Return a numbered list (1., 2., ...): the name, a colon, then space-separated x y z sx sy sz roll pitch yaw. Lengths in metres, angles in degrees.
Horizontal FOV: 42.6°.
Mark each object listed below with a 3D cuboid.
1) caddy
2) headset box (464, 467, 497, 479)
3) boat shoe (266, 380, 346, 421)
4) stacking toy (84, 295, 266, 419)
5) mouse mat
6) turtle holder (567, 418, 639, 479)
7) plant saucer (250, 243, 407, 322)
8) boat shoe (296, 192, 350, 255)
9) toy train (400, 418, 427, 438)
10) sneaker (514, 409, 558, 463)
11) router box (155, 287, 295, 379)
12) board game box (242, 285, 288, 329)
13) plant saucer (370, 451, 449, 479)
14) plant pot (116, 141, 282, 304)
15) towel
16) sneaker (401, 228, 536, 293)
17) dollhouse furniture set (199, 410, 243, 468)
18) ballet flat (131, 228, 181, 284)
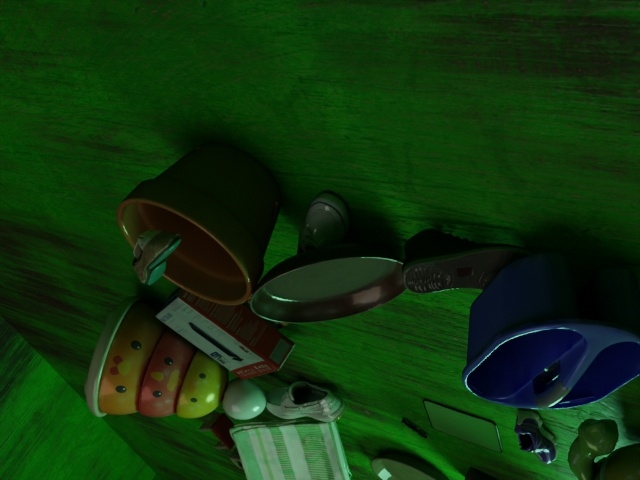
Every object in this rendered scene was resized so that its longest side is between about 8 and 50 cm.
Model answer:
1. caddy: 0.362 0.169 1.281 0.241 0.179 0.341 12 149 -7
2. headset box: 0.444 0.740 2.099 0.293 0.218 0.110 22 149 16
3. boat shoe: -0.055 0.424 2.237 0.277 0.098 0.096 -6 128 41
4. stacking toy: -0.378 0.377 2.299 0.479 0.351 0.351 16 149 3
5. mouse mat: 0.341 0.446 1.969 0.189 0.007 0.153 15 146 30
6. turtle holder: 0.628 0.473 1.550 0.320 0.243 0.227 64 144 26
7. plant saucer: 0.018 0.078 1.539 0.310 0.050 0.311 -10 156 -4
8. boat shoe: 0.000 0.000 1.551 0.083 0.076 0.226 27 150 10
9. toy train: 0.240 0.485 2.116 0.083 0.017 0.023 37 161 -7
10. sneaker: 0.456 0.435 1.776 0.068 0.071 0.170 -1 138 45
11. router box: -0.252 0.227 2.096 0.301 0.082 0.335 37 157 -8
12. board game box: -0.191 0.127 1.978 0.259 0.030 0.136 38 153 -10
13. plant saucer: 0.275 0.691 2.371 0.277 0.041 0.278 23 149 15
14. plant pot: -0.207 -0.046 1.551 0.290 0.204 0.291 23 149 15
15. towel: -0.087 0.632 2.417 0.324 0.038 0.248 -10 111 16
16. sneaker: 0.244 0.020 1.362 0.221 0.118 0.083 -4 122 6
17. dollhouse furniture set: -0.172 0.641 2.578 0.152 0.201 0.374 -8 125 50
18. ballet flat: -0.304 0.021 1.474 0.067 0.073 0.206 48 147 2
